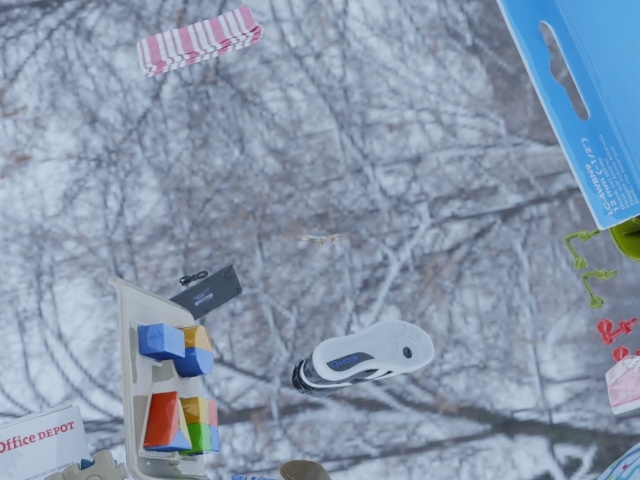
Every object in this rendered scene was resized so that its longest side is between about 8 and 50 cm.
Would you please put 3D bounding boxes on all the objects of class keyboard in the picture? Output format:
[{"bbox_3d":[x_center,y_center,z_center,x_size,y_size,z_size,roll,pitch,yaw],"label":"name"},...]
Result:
[{"bbox_3d":[-0.258,0.109,2.499,0.023,0.180,0.108,35,150,52],"label":"keyboard"}]

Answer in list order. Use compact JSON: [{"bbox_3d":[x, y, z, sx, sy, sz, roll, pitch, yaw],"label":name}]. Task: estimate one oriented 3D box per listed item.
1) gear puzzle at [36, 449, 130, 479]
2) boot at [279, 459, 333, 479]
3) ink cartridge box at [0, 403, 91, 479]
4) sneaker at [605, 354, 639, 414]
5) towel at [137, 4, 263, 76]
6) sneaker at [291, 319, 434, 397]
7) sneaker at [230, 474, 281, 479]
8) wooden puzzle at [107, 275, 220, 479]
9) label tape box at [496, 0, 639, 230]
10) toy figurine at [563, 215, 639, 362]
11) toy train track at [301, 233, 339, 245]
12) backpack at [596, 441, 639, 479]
[{"bbox_3d":[-0.299,0.477,1.661,0.339,0.175,0.044,65,-173,14],"label":"gear puzzle"},{"bbox_3d":[0.005,0.532,2.379,0.152,0.197,0.073,94,-157,-46],"label":"boot"},{"bbox_3d":[-0.456,0.417,1.833,0.201,0.117,0.278,-12,-92,-53],"label":"ink cartridge box"},{"bbox_3d":[0.419,0.175,1.499,0.051,0.134,0.070,-3,-108,-39],"label":"sneaker"},{"bbox_3d":[-0.193,-0.317,1.836,0.144,0.197,0.029,-116,9,-61],"label":"towel"},{"bbox_3d":[0.052,0.175,1.705,0.217,0.121,0.079,-3,-112,-37],"label":"sneaker"},{"bbox_3d":[-0.110,0.417,1.877,0.081,0.211,0.080,28,-118,-22],"label":"sneaker"},{"bbox_3d":[-0.249,0.246,2.000,0.322,0.081,0.347,39,-141,-70],"label":"wooden puzzle"},{"bbox_3d":[0.308,-0.175,0.921,0.348,0.115,0.249,-18,-97,-39],"label":"label tape box"},{"bbox_3d":[0.547,0.099,1.732,0.217,0.191,0.362,3,-126,-37],"label":"toy figurine"},{"bbox_3d":[0.000,0.000,1.937,0.083,0.048,0.014,5,-107,-49],"label":"toy train track"},{"bbox_3d":[0.516,0.418,1.543,0.355,0.290,0.273,38,-167,-39],"label":"backpack"}]
